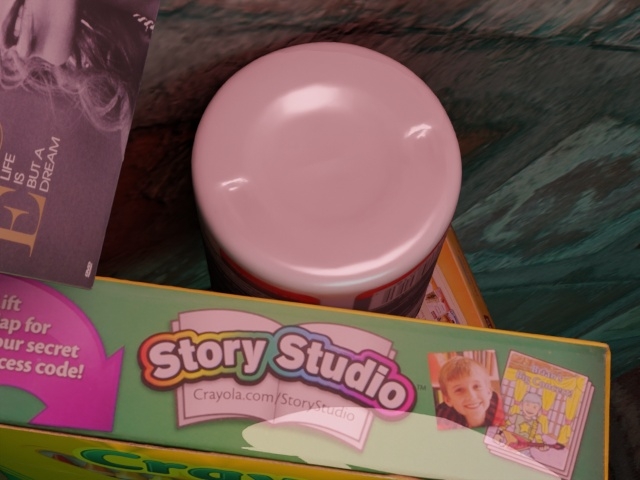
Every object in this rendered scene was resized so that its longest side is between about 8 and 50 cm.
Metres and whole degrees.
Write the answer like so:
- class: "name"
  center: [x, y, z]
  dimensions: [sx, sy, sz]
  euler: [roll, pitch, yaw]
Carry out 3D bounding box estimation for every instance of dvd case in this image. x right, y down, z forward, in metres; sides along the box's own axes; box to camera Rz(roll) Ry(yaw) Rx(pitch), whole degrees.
- class: "dvd case"
  center: [-0.146, -0.073, 0.494]
  dimensions: [0.018, 0.164, 0.221]
  euler: [11, 176, 28]

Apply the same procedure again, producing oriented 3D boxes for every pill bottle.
- class: "pill bottle"
  center: [0.000, 0.000, 0.822]
  dimensions: [0.161, 0.161, 0.283]
  euler: [-18, 161, -9]

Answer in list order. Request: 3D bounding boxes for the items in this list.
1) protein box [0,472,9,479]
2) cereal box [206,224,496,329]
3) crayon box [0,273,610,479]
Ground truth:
- class: "protein box"
  center: [-0.303, 0.255, 1.060]
  dimensions: [0.136, 0.199, 0.201]
  euler: [-33, 138, 31]
- class: "cereal box"
  center: [0.023, 0.079, 1.049]
  dimensions: [0.240, 0.173, 0.047]
  euler: [-26, 162, 18]
- class: "crayon box"
  center: [-0.028, 0.132, 0.795]
  dimensions: [0.363, 0.106, 0.313]
  euler: [7, 160, -1]
